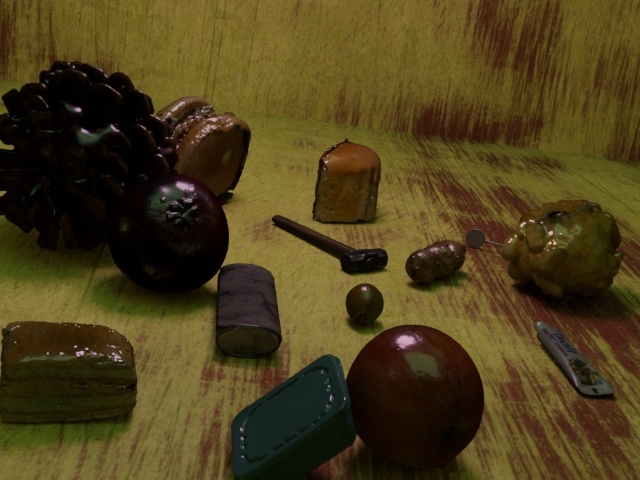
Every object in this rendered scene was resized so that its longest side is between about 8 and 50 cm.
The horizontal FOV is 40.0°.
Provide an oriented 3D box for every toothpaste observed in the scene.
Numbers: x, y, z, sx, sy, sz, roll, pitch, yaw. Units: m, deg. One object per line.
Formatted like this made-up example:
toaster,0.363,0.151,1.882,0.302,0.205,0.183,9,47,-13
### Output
toothpaste,0.451,0.213,1.609,0.067,0.037,0.255,4,22,-12

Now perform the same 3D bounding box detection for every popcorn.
popcorn,0.545,0.018,1.971,0.252,0.215,0.286,25,28,29

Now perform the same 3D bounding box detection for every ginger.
ginger,0.255,0.047,1.964,0.104,0.080,0.204,1,11,28

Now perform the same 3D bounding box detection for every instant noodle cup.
instant noodle cup,-0.029,0.244,1.138,0.179,0.070,0.157,-34,19,6

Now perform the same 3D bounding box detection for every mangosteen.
mangosteen,-0.302,-0.003,1.711,0.235,0.236,0.261,-1,-20,-25

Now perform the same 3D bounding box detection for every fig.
fig,0.082,0.125,1.664,0.073,0.074,0.088,9,34,3

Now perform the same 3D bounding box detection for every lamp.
lamp,0.466,0.008,2.223,0.198,0.050,0.056,15,22,15

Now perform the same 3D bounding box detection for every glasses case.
glasses case,-0.132,0.120,1.596,0.114,0.060,0.299,5,18,-8

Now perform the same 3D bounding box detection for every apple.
apple,0.131,0.215,1.205,0.188,0.188,0.174,-4,31,-32

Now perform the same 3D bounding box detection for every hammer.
hammer,0.000,0.000,2.077,0.111,0.044,0.365,-8,21,-38

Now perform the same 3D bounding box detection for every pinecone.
pinecone,-0.512,-0.158,1.829,0.397,0.398,0.398,7,18,-2

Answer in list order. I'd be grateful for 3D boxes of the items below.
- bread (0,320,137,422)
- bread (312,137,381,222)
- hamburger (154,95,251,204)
bread,-0.353,0.182,1.244,0.196,0.102,0.138,4,20,-16
bread,0.083,-0.160,2.336,0.162,0.204,0.262,11,21,19
hamburger,-0.321,-0.219,2.253,0.195,0.277,0.318,26,19,25
